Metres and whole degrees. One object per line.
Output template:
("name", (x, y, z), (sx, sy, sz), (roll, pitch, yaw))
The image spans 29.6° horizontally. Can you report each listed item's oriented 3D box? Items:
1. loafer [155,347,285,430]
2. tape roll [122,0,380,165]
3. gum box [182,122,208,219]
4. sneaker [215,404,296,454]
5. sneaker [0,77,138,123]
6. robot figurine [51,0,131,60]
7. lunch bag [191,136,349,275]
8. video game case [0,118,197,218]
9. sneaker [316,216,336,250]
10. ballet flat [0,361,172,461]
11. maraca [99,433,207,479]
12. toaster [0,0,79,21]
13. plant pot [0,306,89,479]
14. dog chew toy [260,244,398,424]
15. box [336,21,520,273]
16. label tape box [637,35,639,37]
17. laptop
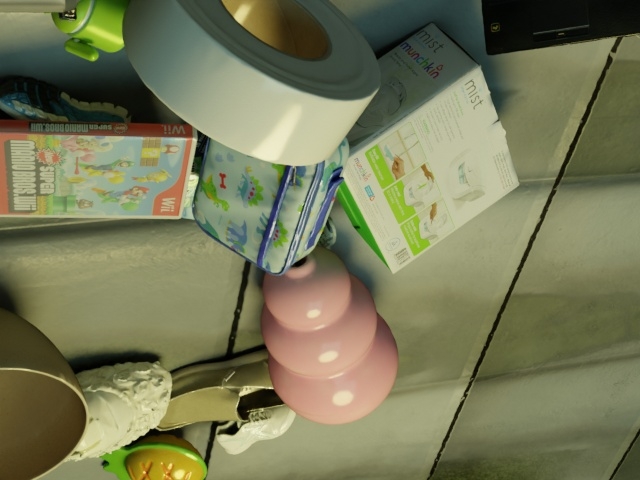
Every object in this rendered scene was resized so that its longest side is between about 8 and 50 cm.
("loafer", (-0.160, 0.253, 1.976), (0.269, 0.092, 0.102), (-20, 140, -5))
("tape roll", (-0.076, -0.215, 1.360), (0.286, 0.286, 0.100), (12, 129, -35))
("gum box", (-0.119, -0.093, 1.658), (0.184, 0.041, 0.157), (8, 130, -33))
("sneaker", (-0.113, 0.321, 2.105), (0.152, 0.053, 0.061), (-29, 137, 7))
("sneaker", (-0.321, -0.137, 1.494), (0.191, 0.071, 0.083), (18, 131, -38))
("robot figurine", (-0.258, -0.258, 1.389), (0.115, 0.067, 0.101), (21, 96, -40))
("lunch bag", (-0.065, -0.076, 1.532), (0.090, 0.176, 0.219), (-36, 154, -49))
("video game case", (-0.306, -0.085, 1.510), (0.285, 0.025, 0.204), (0, 152, -13))
("sneaker", (0.000, 0.000, 1.824), (0.037, 0.032, 0.083), (-6, 136, -20))
("ballet flat", (-0.416, 0.298, 1.845), (0.409, 0.147, 0.147), (-15, 139, -10))
("maraca", (-0.284, 0.380, 2.058), (0.186, 0.099, 0.127), (3, 134, 8))
("toaster", (-0.327, -0.322, 1.243), (0.146, 0.129, 0.227), (-6, 139, -15))
("plant pot", (-0.481, 0.198, 1.685), (0.284, 0.191, 0.284), (-14, 138, -13))
("dog chew toy", (0.002, 0.133, 1.845), (0.207, 0.206, 0.332), (-21, 136, -3))
("box", (0.127, -0.120, 1.653), (0.231, 0.127, 0.262), (-36, 140, -4))
("label tape box", (0.462, -0.386, 1.568), (0.334, 0.106, 0.240), (22, 122, -37))
("laptop", (0.271, -0.362, 1.401), (0.234, 0.264, 0.136), (-4, -176, 27))
